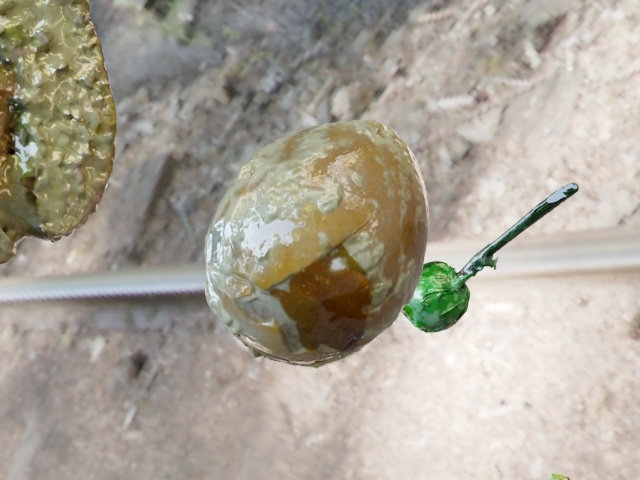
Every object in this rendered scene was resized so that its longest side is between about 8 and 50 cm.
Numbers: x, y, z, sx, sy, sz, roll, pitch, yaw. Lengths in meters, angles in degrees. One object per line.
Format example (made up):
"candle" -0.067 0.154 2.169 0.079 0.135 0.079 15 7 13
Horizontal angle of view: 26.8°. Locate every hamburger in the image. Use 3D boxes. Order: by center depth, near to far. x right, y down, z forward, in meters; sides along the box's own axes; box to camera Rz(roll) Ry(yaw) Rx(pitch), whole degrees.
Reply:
"hamburger" -0.412 -0.194 1.604 0.287 0.268 0.445 -11 97 64

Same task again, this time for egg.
"egg" 0.000 0.000 1.191 0.233 0.195 0.195 -49 30 -4

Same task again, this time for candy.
"candy" 0.227 0.019 1.802 0.323 0.097 0.097 -42 34 35

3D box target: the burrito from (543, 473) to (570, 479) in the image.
"burrito" 0.197 0.277 1.056 0.288 0.054 0.104 -88 15 -57
